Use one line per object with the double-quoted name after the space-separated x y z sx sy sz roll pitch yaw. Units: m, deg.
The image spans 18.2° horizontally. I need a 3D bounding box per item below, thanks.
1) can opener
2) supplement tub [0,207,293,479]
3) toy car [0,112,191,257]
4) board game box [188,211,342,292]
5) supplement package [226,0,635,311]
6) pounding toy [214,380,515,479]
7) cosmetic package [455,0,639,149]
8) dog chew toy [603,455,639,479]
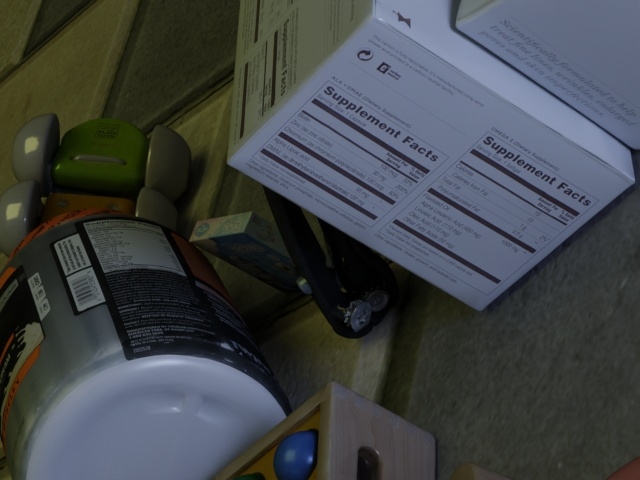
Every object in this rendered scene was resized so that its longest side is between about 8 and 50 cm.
0.000 0.000 1.314 0.059 0.186 0.073 -40 49 -7 "can opener"
-0.140 0.100 1.434 0.193 0.193 0.316 -56 24 9 "supplement tub"
-0.200 -0.022 1.782 0.136 0.159 0.182 91 -176 -50 "toy car"
-0.038 0.010 1.461 0.090 0.090 0.020 -9 55 61 "board game box"
0.069 -0.127 1.268 0.145 0.204 0.262 -43 29 34 "supplement package"
0.017 0.175 1.166 0.206 0.094 0.181 -42 30 36 "pounding toy"
0.195 -0.182 1.150 0.151 0.151 0.184 -26 39 51 "cosmetic package"
0.179 0.150 0.768 0.332 0.206 0.207 -48 26 42 "dog chew toy"
